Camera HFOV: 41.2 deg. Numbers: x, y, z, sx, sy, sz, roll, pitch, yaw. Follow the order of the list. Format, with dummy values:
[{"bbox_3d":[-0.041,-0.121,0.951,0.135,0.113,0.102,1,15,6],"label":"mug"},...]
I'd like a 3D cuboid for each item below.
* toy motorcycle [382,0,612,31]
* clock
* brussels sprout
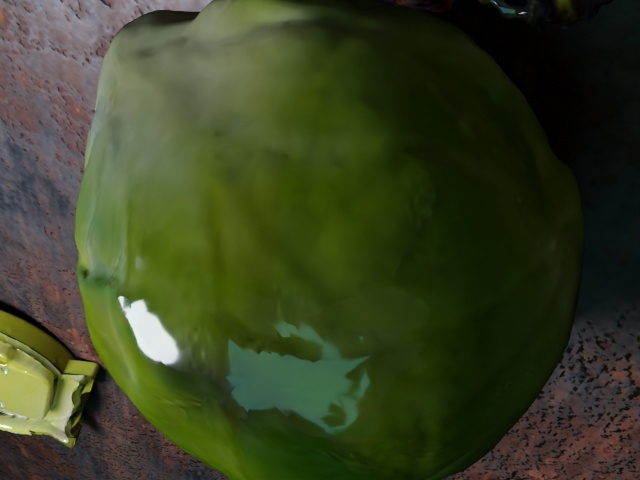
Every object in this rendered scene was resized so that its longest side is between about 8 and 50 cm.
[{"bbox_3d":[-0.037,-0.230,0.409,0.401,0.134,0.207,18,141,15],"label":"toy motorcycle"},{"bbox_3d":[-0.464,0.183,1.235,0.294,0.071,0.277,26,136,-11],"label":"clock"},{"bbox_3d":[0.000,0.000,0.552,0.344,0.268,0.343,-1,89,27],"label":"brussels sprout"}]
